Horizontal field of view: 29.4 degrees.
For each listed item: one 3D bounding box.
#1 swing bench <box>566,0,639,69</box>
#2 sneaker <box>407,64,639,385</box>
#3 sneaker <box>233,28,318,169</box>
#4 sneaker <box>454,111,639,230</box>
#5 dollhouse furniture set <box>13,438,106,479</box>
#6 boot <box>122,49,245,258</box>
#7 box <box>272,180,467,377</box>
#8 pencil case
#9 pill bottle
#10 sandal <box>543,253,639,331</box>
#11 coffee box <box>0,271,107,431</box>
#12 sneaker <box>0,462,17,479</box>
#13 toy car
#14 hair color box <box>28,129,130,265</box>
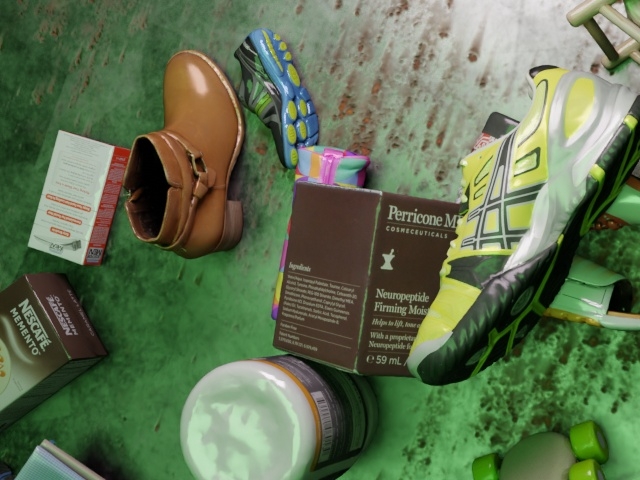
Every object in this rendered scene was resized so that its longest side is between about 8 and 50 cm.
[{"bbox_3d":[0.420,-0.261,1.284,0.165,0.253,0.255,43,102,17],"label":"swing bench"},{"bbox_3d":[0.204,-0.015,1.328,0.147,0.145,0.385,34,87,24],"label":"sneaker"},{"bbox_3d":[-0.060,-0.178,1.574,0.078,0.067,0.188,-27,80,39],"label":"sneaker"},{"bbox_3d":[0.286,-0.032,1.416,0.270,0.090,0.145,29,99,23],"label":"sneaker"},{"bbox_3d":[-0.397,0.394,1.546,0.286,0.198,0.303,38,106,-7],"label":"dollhouse furniture set"},{"bbox_3d":[-0.186,-0.117,1.526,0.109,0.220,0.283,-5,86,21],"label":"boot"},{"bbox_3d":[0.068,0.046,1.411,0.167,0.168,0.203,11,93,54],"label":"box"},{"bbox_3d":[0.000,0.000,1.517,0.104,0.104,0.236,8,90,21],"label":"pencil case"},{"bbox_3d":[-0.036,0.214,1.425,0.162,0.278,0.162,-1,87,20],"label":"pill bottle"},{"bbox_3d":[0.271,0.050,1.410,0.265,0.102,0.076,12,92,23],"label":"sandal"},{"bbox_3d":[-0.437,0.167,1.675,0.246,0.098,0.141,-36,76,16],"label":"coffee box"},{"bbox_3d":[-0.504,0.344,1.714,0.221,0.083,0.087,32,118,20],"label":"sneaker"},{"bbox_3d":[0.280,0.329,1.403,0.155,0.149,0.188,-23,108,22],"label":"toy car"},{"bbox_3d":[-0.330,-0.058,1.669,0.093,0.053,0.167,17,93,19],"label":"hair color box"}]
